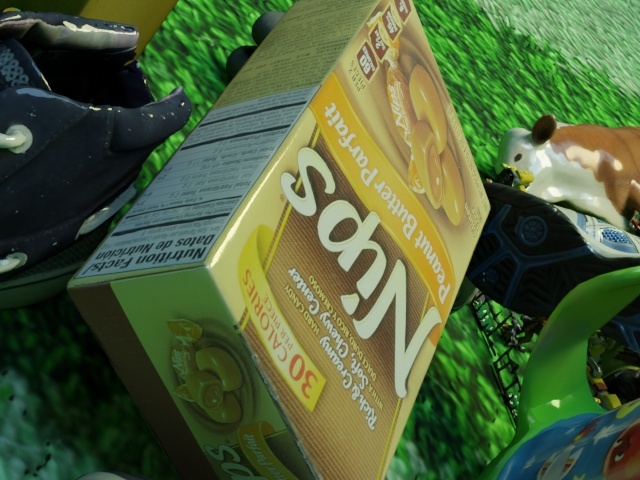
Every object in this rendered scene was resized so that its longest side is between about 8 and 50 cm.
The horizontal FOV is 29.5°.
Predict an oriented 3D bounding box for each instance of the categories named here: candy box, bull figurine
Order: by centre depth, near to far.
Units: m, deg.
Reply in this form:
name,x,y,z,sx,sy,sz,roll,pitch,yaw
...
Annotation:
name,x,y,z,sx,sy,sz,roll,pitch,yaw
candy box,0.000,0.000,0.695,0.183,0.087,0.316,65,32,-27
bull figurine,0.293,-0.047,1.207,0.310,0.101,0.188,-15,67,-53

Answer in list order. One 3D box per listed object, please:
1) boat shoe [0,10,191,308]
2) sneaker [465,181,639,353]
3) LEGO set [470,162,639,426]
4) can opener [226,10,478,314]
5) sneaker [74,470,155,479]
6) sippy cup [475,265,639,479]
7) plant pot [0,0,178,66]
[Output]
name,x,y,z,sx,sy,sz,roll,pitch,yaw
boat shoe,-0.205,-0.032,0.547,0.127,0.158,0.340,50,31,12
sneaker,0.180,0.024,0.836,0.211,0.080,0.081,30,13,26
LEGO set,0.255,0.054,0.939,0.255,0.192,0.331,25,35,-27
can opener,0.016,-0.056,0.917,0.283,0.076,0.095,52,31,17
sneaker,-0.028,0.182,0.583,0.222,0.083,0.118,43,18,1
sippy cup,0.222,0.172,0.657,0.305,0.224,0.240,42,54,2
plant pot,-0.182,-0.189,0.713,0.212,0.212,0.187,36,30,-11
